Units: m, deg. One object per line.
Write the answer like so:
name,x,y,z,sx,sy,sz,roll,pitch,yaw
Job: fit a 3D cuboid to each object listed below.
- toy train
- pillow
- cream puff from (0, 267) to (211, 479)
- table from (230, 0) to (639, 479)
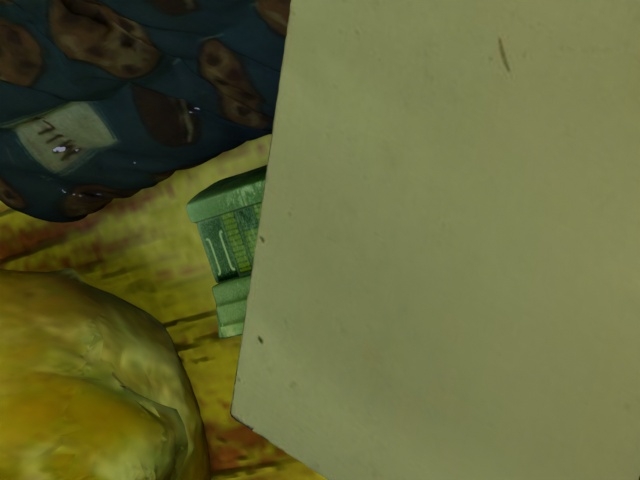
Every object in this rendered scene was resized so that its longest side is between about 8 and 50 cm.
toy train,0.000,0.000,0.599,0.093,0.038,0.056,-15,93,47
pillow,-0.079,-0.076,0.562,0.189,0.034,0.255,32,150,-32
cream puff,-0.181,0.168,0.624,0.378,0.378,0.275,28,120,32
table,0.071,-0.043,0.453,0.121,0.111,0.240,31,129,29
